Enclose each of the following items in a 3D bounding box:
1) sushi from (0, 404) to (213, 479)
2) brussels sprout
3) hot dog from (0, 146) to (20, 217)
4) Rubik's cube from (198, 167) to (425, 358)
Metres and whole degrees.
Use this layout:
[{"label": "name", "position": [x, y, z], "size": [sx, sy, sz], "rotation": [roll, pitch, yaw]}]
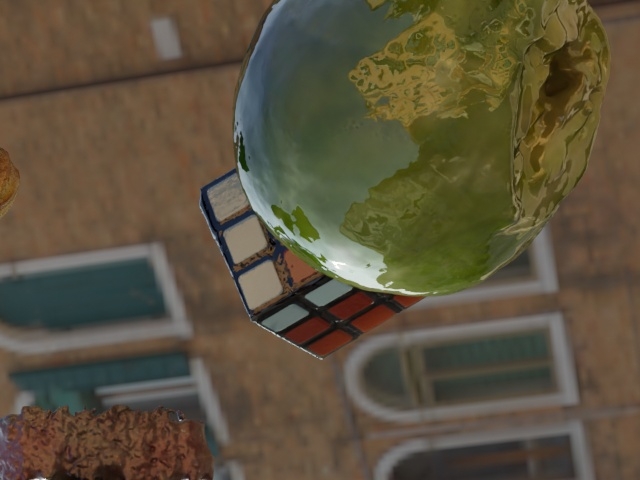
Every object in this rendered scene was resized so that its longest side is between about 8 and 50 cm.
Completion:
[{"label": "sushi", "position": [-0.238, 0.241, 1.997], "size": [0.161, 0.241, 0.108], "rotation": [110, 158, -76]}, {"label": "brussels sprout", "position": [0.088, -0.107, 1.395], "size": [0.268, 0.344, 0.344], "rotation": [53, -161, -15]}, {"label": "hot dog", "position": [-0.462, -0.017, 1.805], "size": [0.135, 0.337, 0.100], "rotation": [62, 171, -9]}, {"label": "Rubik's cube", "position": [0.000, 0.000, 1.818], "size": [0.160, 0.163, 0.162], "rotation": [34, -150, -59]}]
